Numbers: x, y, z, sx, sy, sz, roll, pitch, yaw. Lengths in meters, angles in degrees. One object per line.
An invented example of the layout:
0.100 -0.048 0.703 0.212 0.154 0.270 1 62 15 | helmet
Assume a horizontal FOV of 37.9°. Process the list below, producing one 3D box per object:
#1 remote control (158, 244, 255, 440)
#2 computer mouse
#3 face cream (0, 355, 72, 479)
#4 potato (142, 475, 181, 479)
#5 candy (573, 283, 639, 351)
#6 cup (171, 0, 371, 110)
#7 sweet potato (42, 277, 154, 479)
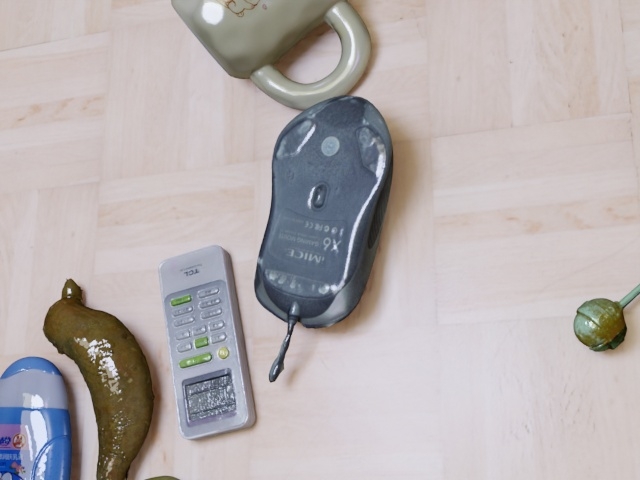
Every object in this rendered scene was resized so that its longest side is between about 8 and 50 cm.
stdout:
-0.152 0.133 1.234 0.103 0.034 0.250 -16 71 16 | remote control
0.000 0.000 1.190 0.167 0.090 0.379 16 87 29 | computer mouse
-0.399 0.287 1.253 0.149 0.083 0.263 -5 73 23 | face cream
-0.227 0.344 1.176 0.120 0.081 0.149 30 87 23 | potato
0.372 0.050 1.063 0.202 0.061 0.061 -40 65 -4 | candy
-0.060 -0.307 1.283 0.202 0.255 0.173 -39 23 5 | cup
-0.290 0.172 1.241 0.124 0.098 0.310 -39 66 29 | sweet potato
